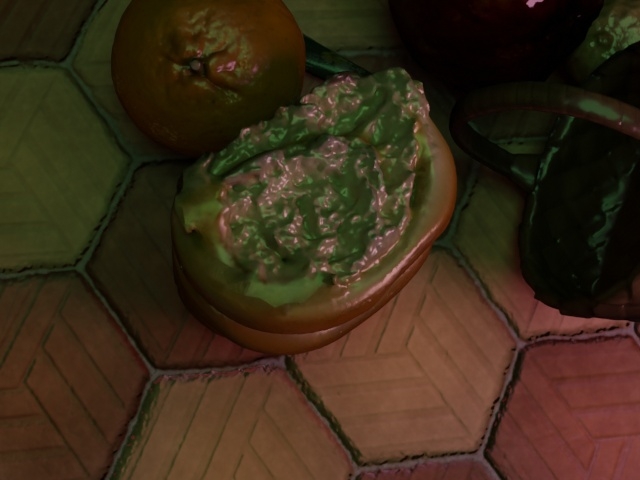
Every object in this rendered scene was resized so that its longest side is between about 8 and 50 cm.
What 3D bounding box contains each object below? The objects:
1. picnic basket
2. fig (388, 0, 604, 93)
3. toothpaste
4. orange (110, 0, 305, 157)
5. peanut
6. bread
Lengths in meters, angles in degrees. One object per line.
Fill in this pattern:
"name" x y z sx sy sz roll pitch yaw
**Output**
"picnic basket" 0.295 -0.088 1.005 0.337 0.293 0.337 0 89 -23
"fig" 0.202 -0.283 1.099 0.263 0.224 0.224 4 74 24
"toothpaste" 0.043 -0.200 1.147 0.204 0.031 0.049 28 73 0
"orange" -0.125 -0.201 1.044 0.219 0.193 0.219 0 90 -20
"peanut" 0.386 -0.242 1.169 0.159 0.109 0.141 -9 74 -13
"bread" 0.000 0.000 0.972 0.315 0.270 0.211 -31 69 -22
